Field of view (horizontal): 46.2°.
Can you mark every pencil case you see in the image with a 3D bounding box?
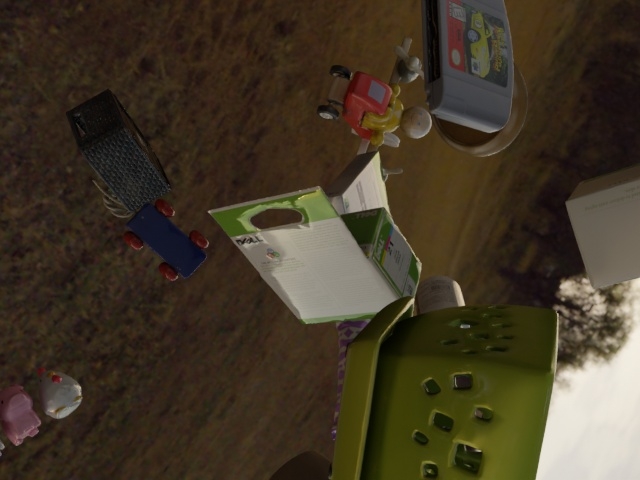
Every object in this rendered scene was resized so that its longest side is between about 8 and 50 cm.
[{"bbox_3d":[0.058,0.218,1.227,0.086,0.088,0.206,32,52,-46],"label":"pencil case"}]

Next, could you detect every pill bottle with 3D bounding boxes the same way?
[{"bbox_3d":[0.321,0.206,1.971,0.229,0.131,0.131,-90,-160,-59],"label":"pill bottle"}]

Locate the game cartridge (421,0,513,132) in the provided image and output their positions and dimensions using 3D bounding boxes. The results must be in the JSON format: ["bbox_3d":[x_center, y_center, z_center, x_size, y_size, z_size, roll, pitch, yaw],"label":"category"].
[{"bbox_3d":[0.272,-0.353,1.376,0.196,0.060,0.294,9,74,-39],"label":"game cartridge"}]

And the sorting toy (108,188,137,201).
[{"bbox_3d":[-0.469,-0.108,1.809,0.083,0.062,0.012,29,69,-55],"label":"sorting toy"}]

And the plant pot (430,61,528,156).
[{"bbox_3d":[0.327,-0.295,1.608,0.032,0.236,0.236,-17,139,-47],"label":"plant pot"}]

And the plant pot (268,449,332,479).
[{"bbox_3d":[0.003,0.583,1.607,0.263,0.229,0.263,-30,149,-20],"label":"plant pot"}]

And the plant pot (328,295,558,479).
[{"bbox_3d":[0.136,0.188,0.820,0.228,0.207,0.227,-29,128,-70],"label":"plant pot"}]

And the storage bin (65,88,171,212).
[{"bbox_3d":[-0.337,-0.149,1.267,0.084,0.122,0.180,-30,143,-2],"label":"storage bin"}]

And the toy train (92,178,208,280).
[{"bbox_3d":[-0.332,-0.039,1.438,0.105,0.248,0.143,-47,-165,-4],"label":"toy train"}]

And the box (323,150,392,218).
[{"bbox_3d":[0.087,-0.036,1.590,0.322,0.059,0.232,-49,129,-61],"label":"box"}]

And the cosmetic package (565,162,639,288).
[{"bbox_3d":[0.545,-0.044,1.279,0.197,0.155,0.365,-18,-179,23],"label":"cosmetic package"}]

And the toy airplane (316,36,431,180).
[{"bbox_3d":[0.177,-0.330,2.082,0.384,0.273,0.386,-50,148,-50],"label":"toy airplane"}]

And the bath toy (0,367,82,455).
[{"bbox_3d":[-0.703,0.390,1.682,0.348,0.129,0.151,-28,161,-44],"label":"bath toy"}]

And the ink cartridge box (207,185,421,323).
[{"bbox_3d":[0.000,0.000,1.040,0.255,0.189,0.097,54,41,-35],"label":"ink cartridge box"}]
